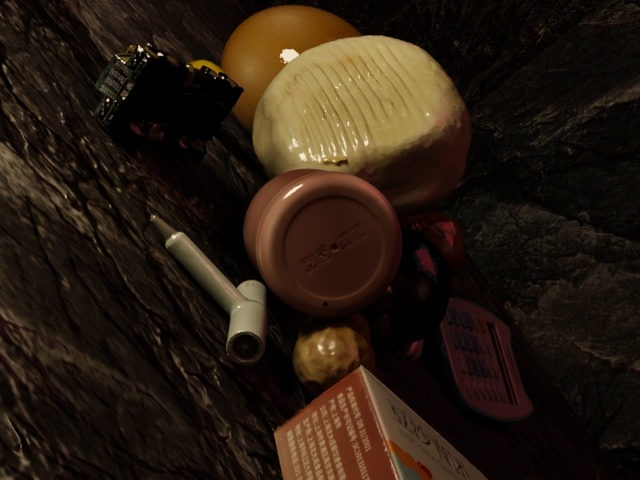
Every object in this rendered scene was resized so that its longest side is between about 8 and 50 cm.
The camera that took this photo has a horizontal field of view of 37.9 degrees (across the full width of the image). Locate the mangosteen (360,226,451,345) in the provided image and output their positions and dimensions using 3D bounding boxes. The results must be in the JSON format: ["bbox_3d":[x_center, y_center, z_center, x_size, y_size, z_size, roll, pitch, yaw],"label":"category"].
[{"bbox_3d":[0.103,0.080,1.482,0.230,0.194,0.194,-19,66,-40],"label":"mangosteen"}]

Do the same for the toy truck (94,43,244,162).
[{"bbox_3d":[-0.209,-0.193,1.234,0.127,0.127,0.257,38,10,10],"label":"toy truck"}]

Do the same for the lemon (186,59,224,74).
[{"bbox_3d":[-0.190,-0.251,1.554,0.082,0.082,0.110,30,28,-60],"label":"lemon"}]

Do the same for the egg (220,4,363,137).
[{"bbox_3d":[-0.039,-0.301,1.767,0.351,0.282,0.282,38,3,32],"label":"egg"}]

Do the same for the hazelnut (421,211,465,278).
[{"bbox_3d":[0.247,0.026,2.185,0.182,0.182,0.182,48,12,-14],"label":"hazelnut"}]

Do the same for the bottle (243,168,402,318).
[{"bbox_3d":[0.000,0.000,1.207,0.206,0.173,0.297,23,0,-14],"label":"bottle"}]

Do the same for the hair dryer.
[{"bbox_3d":[-0.130,0.042,1.025,0.183,0.044,0.155,43,11,-15],"label":"hair dryer"}]

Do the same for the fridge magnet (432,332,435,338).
[{"bbox_3d":[0.283,0.204,2.001,0.143,0.063,0.143,49,13,-16],"label":"fridge magnet"}]

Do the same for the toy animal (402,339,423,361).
[{"bbox_3d":[0.141,0.096,1.655,0.220,0.131,0.104,55,-10,8],"label":"toy animal"}]

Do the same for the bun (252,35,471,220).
[{"bbox_3d":[0.061,-0.158,1.484,0.213,0.361,0.361,79,-12,-46],"label":"bun"}]

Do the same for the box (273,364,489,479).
[{"bbox_3d":[0.136,0.354,0.856,0.344,0.122,0.385,44,14,-30],"label":"box"}]

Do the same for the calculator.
[{"bbox_3d":[0.320,0.244,1.883,0.386,0.054,0.256,24,48,-57],"label":"calculator"}]

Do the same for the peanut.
[{"bbox_3d":[0.019,0.138,1.150,0.226,0.095,0.108,-80,146,-79],"label":"peanut"}]

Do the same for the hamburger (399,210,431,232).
[{"bbox_3d":[0.077,-0.095,1.675,0.245,0.282,0.155,56,-25,16],"label":"hamburger"}]
